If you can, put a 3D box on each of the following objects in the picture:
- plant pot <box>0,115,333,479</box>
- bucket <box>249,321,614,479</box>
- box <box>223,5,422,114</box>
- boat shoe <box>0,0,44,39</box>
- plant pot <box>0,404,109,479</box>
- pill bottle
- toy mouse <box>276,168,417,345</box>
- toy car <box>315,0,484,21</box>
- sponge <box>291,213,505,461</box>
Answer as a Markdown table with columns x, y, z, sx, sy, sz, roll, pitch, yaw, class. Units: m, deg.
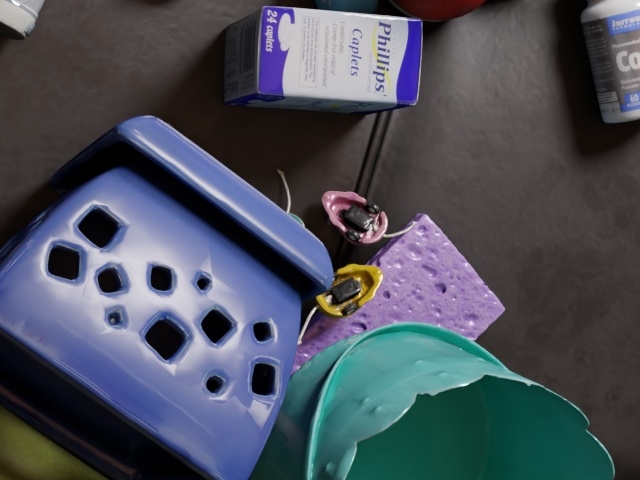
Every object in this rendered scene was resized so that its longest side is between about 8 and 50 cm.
| x | y | z | sx | sy | sz | roll | pitch | yaw | class |
| --- | --- | --- | --- | --- | --- | --- | --- | --- | --- |
| -0.140 | 0.050 | 1.118 | 0.236 | 0.236 | 0.212 | 36 | 68 | -15 | plant pot |
| 0.084 | 0.209 | 1.194 | 0.281 | 0.183 | 0.281 | -7 | 107 | -24 | bucket |
| -0.001 | -0.146 | 1.205 | 0.137 | 0.126 | 0.072 | 2 | 91 | -17 | box |
| -0.317 | -0.242 | 1.136 | 0.227 | 0.079 | 0.081 | 28 | 78 | -22 | boat shoe |
| -0.251 | 0.248 | 1.098 | 0.254 | 0.276 | 0.276 | 44 | 80 | -3 | plant pot |
| 0.279 | -0.180 | 1.313 | 0.078 | 0.078 | 0.137 | -16 | 97 | -15 | pill bottle |
| 0.000 | 0.000 | 1.255 | 0.161 | 0.031 | 0.143 | -32 | 74 | -21 | toy mouse |
| 0.115 | -0.291 | 1.174 | 0.219 | 0.238 | 0.210 | -14 | 97 | -16 | toy car |
| 0.053 | 0.089 | 1.283 | 0.210 | 0.031 | 0.117 | -44 | 103 | -10 | sponge |
